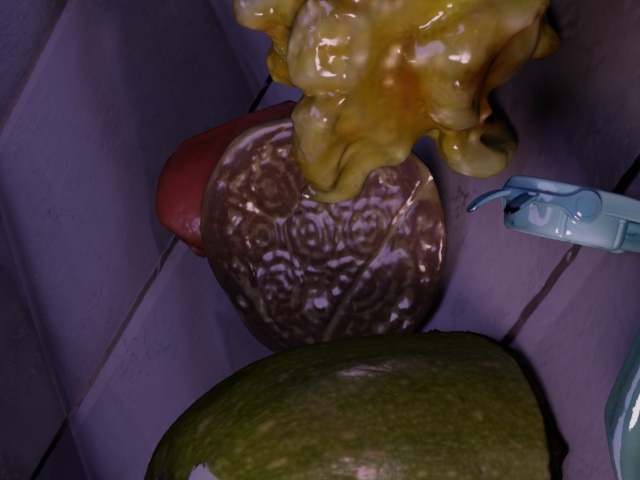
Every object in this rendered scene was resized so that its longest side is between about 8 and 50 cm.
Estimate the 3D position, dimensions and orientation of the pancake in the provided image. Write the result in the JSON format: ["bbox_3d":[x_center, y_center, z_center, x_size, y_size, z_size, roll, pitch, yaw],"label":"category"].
[{"bbox_3d":[0.000,0.000,1.632,0.250,0.031,0.250,8,108,24],"label":"pancake"}]

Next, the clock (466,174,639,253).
[{"bbox_3d":[0.184,-0.022,1.372,0.108,0.147,0.045,12,90,57],"label":"clock"}]

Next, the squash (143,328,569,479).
[{"bbox_3d":[-0.015,0.205,1.456,0.310,0.309,0.310,-23,62,53],"label":"squash"}]

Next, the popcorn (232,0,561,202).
[{"bbox_3d":[0.066,-0.222,1.495,0.335,0.274,0.279,-56,37,31],"label":"popcorn"}]

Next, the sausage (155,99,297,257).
[{"bbox_3d":[-0.069,-0.056,1.762,0.254,0.148,0.148,-12,70,46],"label":"sausage"}]

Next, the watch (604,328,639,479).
[{"bbox_3d":[0.290,0.126,1.251,0.195,0.068,0.237,42,112,50],"label":"watch"}]
